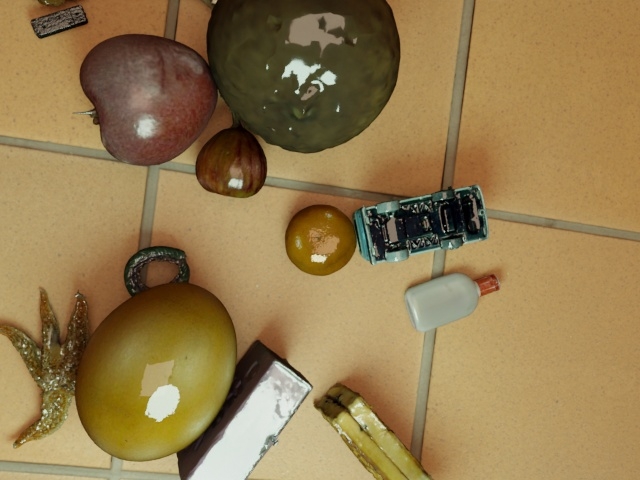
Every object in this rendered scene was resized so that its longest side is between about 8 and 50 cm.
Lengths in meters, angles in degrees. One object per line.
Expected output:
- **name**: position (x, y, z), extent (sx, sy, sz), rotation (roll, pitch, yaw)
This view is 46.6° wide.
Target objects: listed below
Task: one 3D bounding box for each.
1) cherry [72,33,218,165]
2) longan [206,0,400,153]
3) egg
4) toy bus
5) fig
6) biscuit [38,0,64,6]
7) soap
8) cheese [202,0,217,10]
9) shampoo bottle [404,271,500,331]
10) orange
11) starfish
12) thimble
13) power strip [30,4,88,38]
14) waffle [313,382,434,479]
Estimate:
- **cherry**: position (-0.339, -0.286, 1.486), extent (0.307, 0.221, 0.261), rotation (-21, 92, -26)
- **longan**: position (-0.036, -0.363, 1.468), extent (0.390, 0.391, 0.392), rotation (0, 90, -12)
- **egg**: position (-0.309, 0.246, 1.418), extent (0.282, 0.282, 0.351), rotation (30, 82, -10)
- **toy bus**: position (0.211, -0.037, 1.624), extent (0.271, 0.165, 0.133), rotation (-12, 93, -12)
- **fig**: position (-0.181, -0.170, 1.558), extent (0.148, 0.149, 0.202), rotation (20, 56, -11)
- **biscuit**: position (-0.542, -0.554, 1.505), extent (0.170, 0.050, 0.171), rotation (-9, 105, -37)
- **soap**: position (-0.159, 0.357, 1.490), extent (0.107, 0.285, 0.296), rotation (39, 81, -10)
- **cheese**: position (-0.202, -0.588, 1.584), extent (0.249, 0.071, 0.163), rotation (-45, 99, -8)
- **shampoo bottle**: position (0.305, 0.129, 1.703), extent (0.220, 0.051, 0.108), rotation (-18, 91, -11)
- **orange**: position (0.000, 0.000, 1.604), extent (0.156, 0.124, 0.156), rotation (-1, 82, 4)
- **starfish**: position (-0.520, 0.238, 1.515), extent (0.301, 0.084, 0.294), rotation (-18, 95, -7)
- **thimble**: position (-0.341, 0.071, 1.548), extent (0.135, 0.090, 0.119), rotation (-8, 94, -14)
- **power strip**: position (-0.538, -0.452, 1.535), extent (0.111, 0.029, 0.038), rotation (-20, 95, -9)
- **waffle**: position (0.127, 0.450, 1.585), extent (0.091, 0.213, 0.308), rotation (-40, 97, -11)
